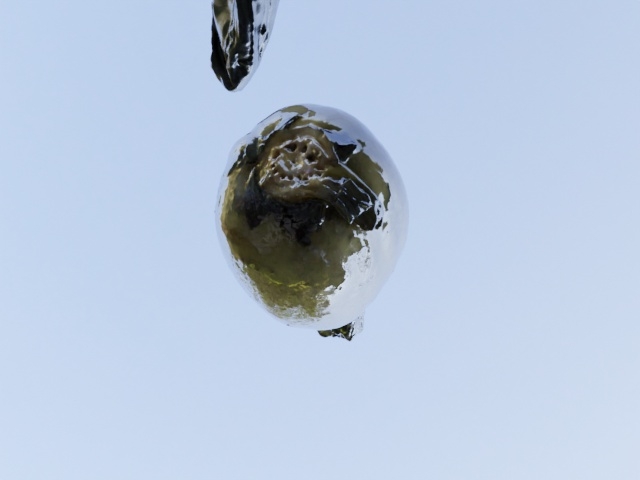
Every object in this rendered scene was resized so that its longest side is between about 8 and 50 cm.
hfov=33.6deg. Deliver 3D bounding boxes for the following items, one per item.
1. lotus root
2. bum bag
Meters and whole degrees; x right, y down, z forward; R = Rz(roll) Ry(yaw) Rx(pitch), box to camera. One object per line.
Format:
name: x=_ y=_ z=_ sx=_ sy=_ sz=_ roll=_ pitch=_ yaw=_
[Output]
lotus root: x=0.000 y=0.000 z=1.016 sx=0.182 sy=0.183 sz=0.310 roll=18 pitch=-25 yaw=21
bum bag: x=-0.076 y=-0.323 z=1.136 sx=0.095 sy=0.144 sz=0.340 roll=11 pitch=-48 yaw=11
